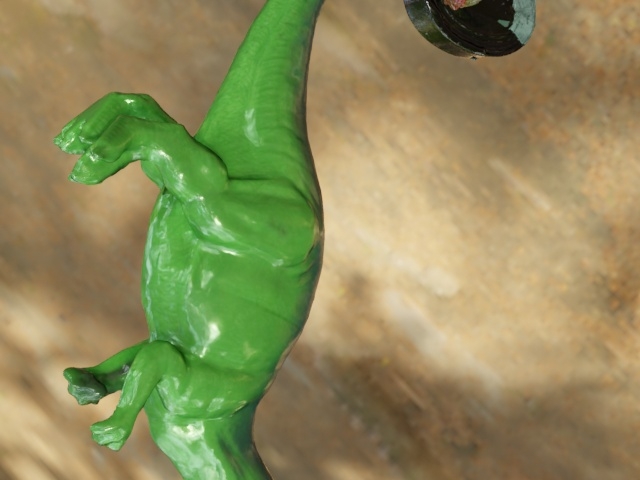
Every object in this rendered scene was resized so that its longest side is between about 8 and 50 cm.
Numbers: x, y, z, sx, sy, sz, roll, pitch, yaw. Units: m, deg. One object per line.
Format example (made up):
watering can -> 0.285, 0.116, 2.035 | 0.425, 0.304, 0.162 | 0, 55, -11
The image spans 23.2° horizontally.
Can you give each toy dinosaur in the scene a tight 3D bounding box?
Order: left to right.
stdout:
toy dinosaur -> 0.000, 0.000, 1.183 | 0.374, 0.500, 0.144 | 56, 158, -10

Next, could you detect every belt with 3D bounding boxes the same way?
belt -> 0.210, -0.332, 2.160 | 0.198, 0.151, 0.078 | 27, 172, -25

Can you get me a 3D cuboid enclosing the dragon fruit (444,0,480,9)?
dragon fruit -> 0.145, -0.429, 1.962 | 0.303, 0.237, 0.231 | 68, -170, 13
